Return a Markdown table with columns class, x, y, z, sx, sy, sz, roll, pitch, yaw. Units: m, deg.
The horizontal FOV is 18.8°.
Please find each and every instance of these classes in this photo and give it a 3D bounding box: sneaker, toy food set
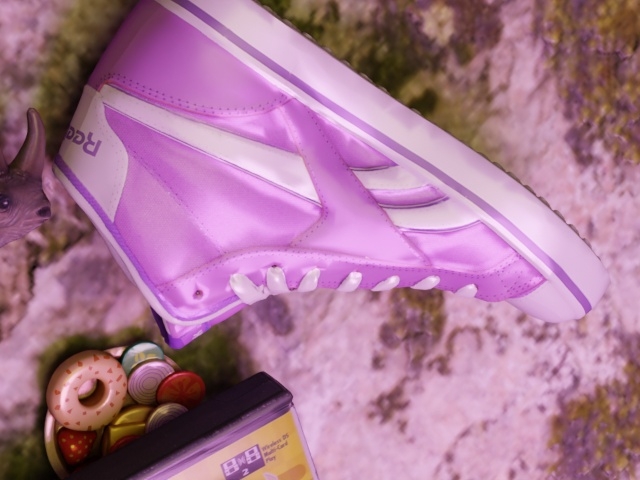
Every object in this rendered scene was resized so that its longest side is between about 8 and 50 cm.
| class | x | y | z | sx | sy | sz | roll | pitch | yaw |
| --- | --- | --- | --- | --- | --- | --- | --- | --- | --- |
| sneaker | -0.001 | 0.000 | 0.946 | 0.282 | 0.102 | 0.161 | 31 | 90 | -19 |
| toy food set | -0.096 | 0.090 | 0.956 | 0.083 | 0.020 | 0.083 | -6 | 105 | -26 |

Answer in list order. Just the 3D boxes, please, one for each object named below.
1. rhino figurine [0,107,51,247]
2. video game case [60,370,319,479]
| class | x | y | z | sx | sy | sz | roll | pitch | yaw |
| --- | --- | --- | --- | --- | --- | --- | --- | --- | --- |
| rhino figurine | -0.203 | 0.034 | 0.858 | 0.243 | 0.073 | 0.106 | -51 | 122 | -9 |
| video game case | -0.102 | 0.231 | 0.967 | 0.275 | 0.035 | 0.248 | -28 | 120 | -18 |
